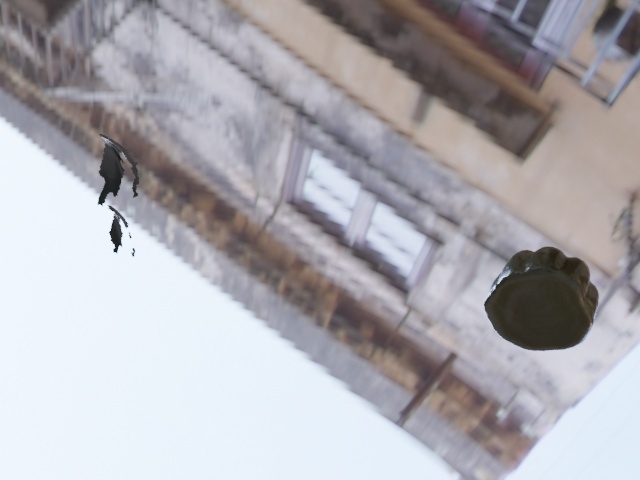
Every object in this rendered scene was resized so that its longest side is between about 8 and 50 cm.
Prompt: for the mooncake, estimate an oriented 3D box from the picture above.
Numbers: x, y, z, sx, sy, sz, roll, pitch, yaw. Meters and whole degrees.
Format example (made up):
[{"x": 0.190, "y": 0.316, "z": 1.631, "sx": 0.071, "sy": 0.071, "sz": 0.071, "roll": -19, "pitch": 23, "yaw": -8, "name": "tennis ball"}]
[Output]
[{"x": -0.008, "y": 0.005, "z": 1.083, "sx": 0.347, "sy": 0.150, "sz": 0.057, "roll": 30, "pitch": -142, "yaw": 24, "name": "mooncake"}]
